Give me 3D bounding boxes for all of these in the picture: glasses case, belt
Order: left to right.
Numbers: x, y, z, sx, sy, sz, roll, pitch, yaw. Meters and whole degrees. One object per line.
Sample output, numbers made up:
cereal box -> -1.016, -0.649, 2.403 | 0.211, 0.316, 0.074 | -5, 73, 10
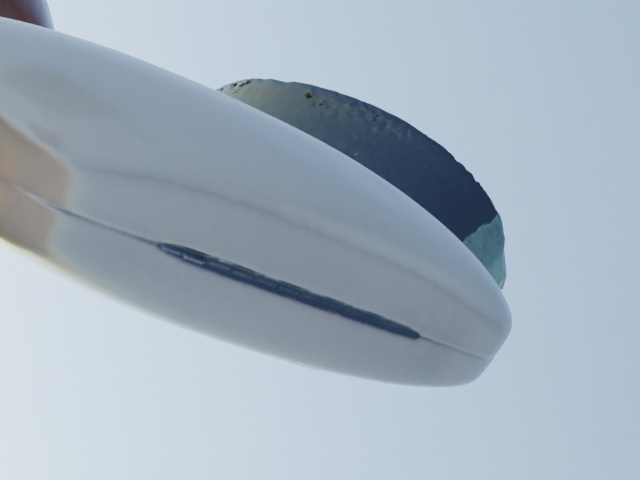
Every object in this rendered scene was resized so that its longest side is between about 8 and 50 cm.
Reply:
glasses case -> -0.020, -0.005, 0.385 | 0.041, 0.164, 0.063 | -55, -132, 13
belt -> 0.000, 0.000, 0.960 | 0.198, 0.078, 0.151 | 17, -43, 20

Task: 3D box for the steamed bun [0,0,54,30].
steamed bun -> -0.345, -0.163, 1.159 | 0.248, 0.379, 0.235 | -55, -135, 44
